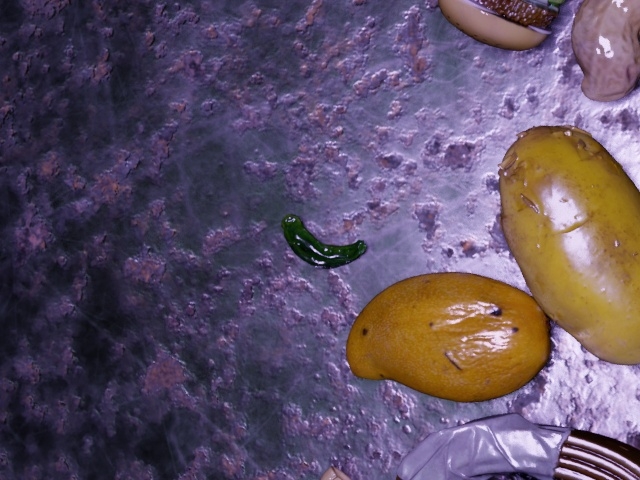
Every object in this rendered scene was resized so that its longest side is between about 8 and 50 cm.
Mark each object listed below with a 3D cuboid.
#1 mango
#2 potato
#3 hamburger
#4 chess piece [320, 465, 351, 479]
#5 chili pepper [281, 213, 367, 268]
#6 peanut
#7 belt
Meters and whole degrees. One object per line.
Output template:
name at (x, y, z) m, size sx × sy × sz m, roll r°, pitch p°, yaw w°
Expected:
mango at (0.148, 0.117, 1.815) m, size 0.262 × 0.109 × 0.157 m, roll -4°, pitch 90°, yaw 19°
potato at (0.310, 0.004, 1.753) m, size 0.173 × 0.140 × 0.300 m, roll -32°, pitch 84°, yaw 7°
hamburger at (0.216, -0.299, 1.794) m, size 0.175 × 0.175 × 0.137 m, roll 31°, pitch 110°, yaw 17°
chess piece at (-0.007, 0.341, 1.883) m, size 0.066 × 0.066 × 0.122 m, roll 44°, pitch 95°, yaw 15°
chili pepper at (-0.002, 0.008, 1.909) m, size 0.118 × 0.035 × 0.055 m, roll 21°, pitch 111°, yaw 22°
peanut at (0.357, -0.273, 1.779) m, size 0.104 × 0.085 × 0.228 m, roll 23°, pitch 96°, yaw 7°
belt at (0.257, 0.316, 1.764) m, size 0.339 × 0.122 × 0.217 m, roll 10°, pitch 92°, yaw 18°
